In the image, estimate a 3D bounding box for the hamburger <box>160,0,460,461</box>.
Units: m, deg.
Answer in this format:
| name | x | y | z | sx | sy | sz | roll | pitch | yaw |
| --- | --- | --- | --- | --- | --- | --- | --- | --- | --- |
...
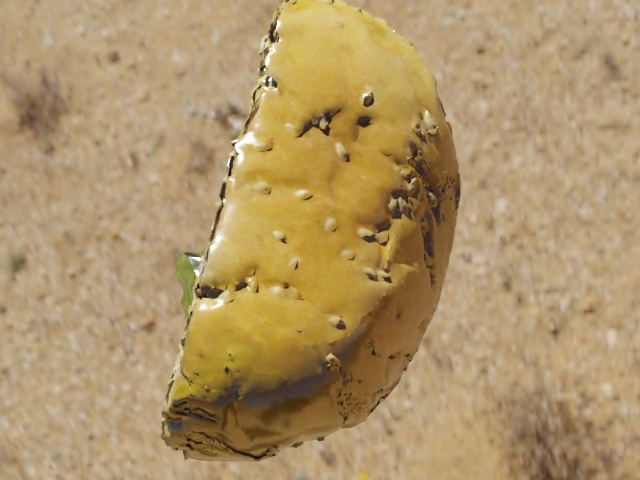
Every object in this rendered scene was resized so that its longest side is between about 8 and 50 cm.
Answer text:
| name | x | y | z | sx | sy | sz | roll | pitch | yaw |
| --- | --- | --- | --- | --- | --- | --- | --- | --- | --- |
| hamburger | 0.000 | 0.000 | 0.962 | 0.131 | 0.124 | 0.262 | 14 | 67 | 11 |
